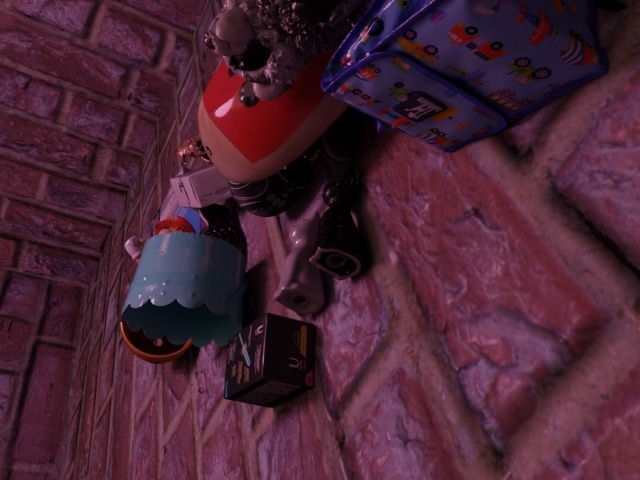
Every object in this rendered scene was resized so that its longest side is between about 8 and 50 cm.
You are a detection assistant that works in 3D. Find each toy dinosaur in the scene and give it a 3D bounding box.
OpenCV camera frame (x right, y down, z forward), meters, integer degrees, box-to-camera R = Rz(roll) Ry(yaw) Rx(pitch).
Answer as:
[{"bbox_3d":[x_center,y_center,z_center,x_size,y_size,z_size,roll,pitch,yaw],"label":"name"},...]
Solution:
[{"bbox_3d":[-0.294,-0.308,1.817,0.296,0.127,0.200,-6,57,58],"label":"toy dinosaur"}]

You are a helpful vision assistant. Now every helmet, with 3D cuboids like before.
[{"bbox_3d":[-0.119,-0.132,1.343,0.162,0.169,0.169,-31,45,32],"label":"helmet"}]

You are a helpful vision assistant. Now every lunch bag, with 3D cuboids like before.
[{"bbox_3d":[0.155,-0.225,0.781,0.293,0.221,0.138,-35,44,52],"label":"lunch bag"}]

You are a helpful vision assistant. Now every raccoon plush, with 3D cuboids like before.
[{"bbox_3d":[0.052,-0.341,0.935,0.299,0.447,0.216,133,132,-67],"label":"raccoon plush"}]

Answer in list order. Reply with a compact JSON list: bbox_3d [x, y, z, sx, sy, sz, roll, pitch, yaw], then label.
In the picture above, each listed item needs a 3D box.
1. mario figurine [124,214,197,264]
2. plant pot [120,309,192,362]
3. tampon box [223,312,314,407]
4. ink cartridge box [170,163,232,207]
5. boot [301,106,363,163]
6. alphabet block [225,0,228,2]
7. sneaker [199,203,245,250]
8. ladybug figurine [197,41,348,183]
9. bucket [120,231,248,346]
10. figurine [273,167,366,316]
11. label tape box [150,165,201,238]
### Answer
[{"bbox_3d":[-0.411,0.060,1.632,0.170,0.198,0.320,-42,35,45],"label":"mario figurine"},{"bbox_3d":[-0.444,0.253,1.728,0.188,0.205,0.205,119,158,-58],"label":"plant pot"},{"bbox_3d":[-0.093,0.219,1.126,0.161,0.101,0.120,-38,42,48],"label":"tampon box"},{"bbox_3d":[-0.301,-0.156,1.705,0.219,0.160,0.092,6,117,64],"label":"ink cartridge box"},{"bbox_3d":[0.005,-0.205,1.242,0.178,0.085,0.236,-50,33,46],"label":"boot"},{"bbox_3d":[-0.137,-0.654,1.683,0.192,0.193,0.197,-49,34,42],"label":"alphabet block"},{"bbox_3d":[-0.265,0.016,1.642,0.283,0.107,0.124,-115,32,-59],"label":"sneaker"},{"bbox_3d":[-0.068,-0.301,1.139,0.449,0.162,0.305,-44,40,19],"label":"ladybug figurine"},{"bbox_3d":[-0.298,0.115,1.421,0.281,0.281,0.183,-35,42,52],"label":"bucket"},{"bbox_3d":[0.000,0.000,1.122,0.215,0.092,0.209,-48,27,42],"label":"figurine"},{"bbox_3d":[-0.439,-0.038,1.955,0.249,0.115,0.347,-55,26,24],"label":"label tape box"}]
